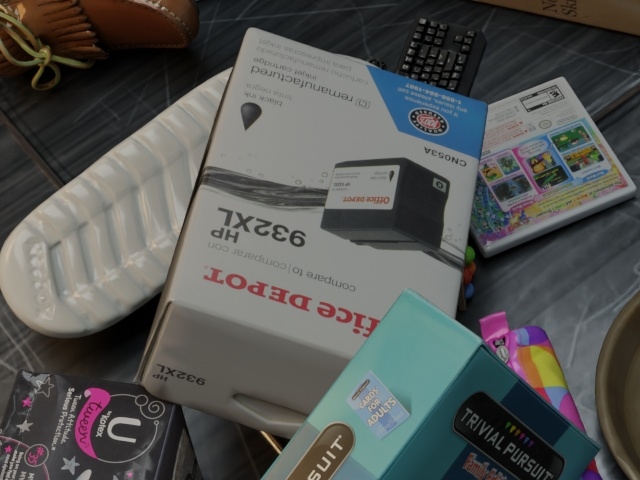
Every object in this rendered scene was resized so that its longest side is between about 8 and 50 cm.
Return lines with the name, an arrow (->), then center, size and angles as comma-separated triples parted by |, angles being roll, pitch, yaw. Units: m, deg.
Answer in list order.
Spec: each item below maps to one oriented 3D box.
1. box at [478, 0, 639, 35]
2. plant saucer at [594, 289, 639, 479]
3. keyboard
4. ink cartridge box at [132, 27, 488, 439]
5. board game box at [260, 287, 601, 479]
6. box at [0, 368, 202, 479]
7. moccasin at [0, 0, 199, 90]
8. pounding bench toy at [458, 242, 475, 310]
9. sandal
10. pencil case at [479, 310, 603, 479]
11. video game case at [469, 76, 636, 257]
box -> 0.258, -0.298, 1.679 | 0.311, 0.148, 0.121 | 14, 61, 18
plant saucer -> 0.369, 0.133, 1.449 | 0.277, 0.041, 0.278 | -3, 57, 5
keyboard -> 0.086, -0.143, 1.677 | 0.108, 0.023, 0.180 | 12, 59, 16
ink cartridge box -> 0.000, 0.000, 1.416 | 0.223, 0.129, 0.307 | 18, 50, -6
board game box -> 0.037, 0.228, 1.252 | 0.079, 0.254, 0.336 | 35, 87, 36
box -> -0.191, 0.254, 1.381 | 0.142, 0.163, 0.247 | 7, 58, 10
moccasin -> -0.305, -0.218, 1.716 | 0.380, 0.139, 0.147 | 6, 65, 9
pounding bench toy -> 0.107, 0.014, 1.555 | 0.065, 0.052, 0.083 | 2, 58, 9
sandal -> -0.107, -0.049, 1.589 | 0.416, 0.102, 0.169 | -25, 87, -14
pencil case -> 0.178, 0.180, 1.411 | 0.104, 0.104, 0.236 | -19, 58, -4
video game case -> 0.189, -0.070, 1.607 | 0.157, 0.019, 0.143 | -22, 61, -11
